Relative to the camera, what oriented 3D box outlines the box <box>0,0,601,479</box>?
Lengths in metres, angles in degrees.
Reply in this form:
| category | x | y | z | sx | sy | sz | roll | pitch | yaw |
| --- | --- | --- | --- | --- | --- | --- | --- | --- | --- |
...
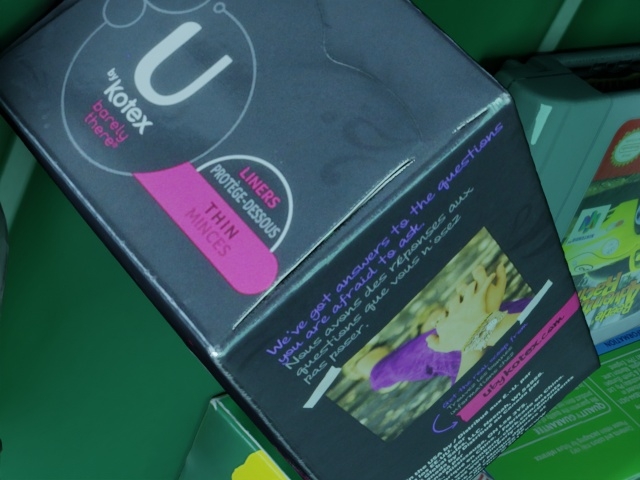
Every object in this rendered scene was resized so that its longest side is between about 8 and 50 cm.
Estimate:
| category | x | y | z | sx | sy | sz | roll | pitch | yaw |
| --- | --- | --- | --- | --- | --- | --- | --- | --- | --- |
| box | 0.000 | 0.000 | 0.742 | 0.143 | 0.165 | 0.270 | -41 | 151 | -6 |

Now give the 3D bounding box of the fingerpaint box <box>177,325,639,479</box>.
| category | x | y | z | sx | sy | sz | roll | pitch | yaw |
| --- | --- | --- | --- | --- | --- | --- | --- | --- | --- |
| fingerpaint box | 0.088 | 0.228 | 1.156 | 0.445 | 0.163 | 0.371 | -14 | 139 | -42 |

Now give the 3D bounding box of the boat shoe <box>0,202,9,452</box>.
| category | x | y | z | sx | sy | sz | roll | pitch | yaw |
| --- | --- | --- | --- | --- | --- | --- | --- | --- | --- |
| boat shoe | -0.183 | 0.013 | 0.598 | 0.130 | 0.132 | 0.355 | -55 | 160 | -40 |

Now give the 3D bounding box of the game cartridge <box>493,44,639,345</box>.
| category | x | y | z | sx | sy | sz | roll | pitch | yaw |
| --- | --- | --- | --- | --- | --- | --- | --- | --- | --- |
| game cartridge | 0.164 | -0.021 | 1.033 | 0.294 | 0.060 | 0.196 | -11 | 136 | -45 |
